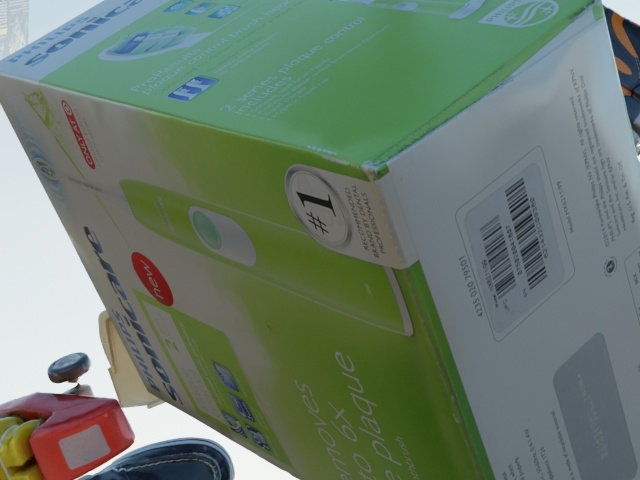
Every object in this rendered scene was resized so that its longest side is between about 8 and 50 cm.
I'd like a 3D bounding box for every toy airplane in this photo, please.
[{"bbox_3d":[-0.473,0.294,1.538,0.386,0.384,0.272,28,21,-1],"label":"toy airplane"}]

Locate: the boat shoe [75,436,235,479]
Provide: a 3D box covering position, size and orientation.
[{"bbox_3d":[-0.192,0.249,1.023,0.301,0.108,0.102,-20,-10,-31],"label":"boat shoe"}]

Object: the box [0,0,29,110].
[{"bbox_3d":[-0.492,-0.333,1.672,0.097,0.318,0.395,2,14,0],"label":"box"}]

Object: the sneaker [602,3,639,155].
[{"bbox_3d":[0.189,-0.104,1.102,0.180,0.321,0.124,42,-27,15],"label":"sneaker"}]

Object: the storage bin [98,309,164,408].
[{"bbox_3d":[-0.088,0.091,1.405,0.260,0.123,0.262,-22,-5,16],"label":"storage bin"}]

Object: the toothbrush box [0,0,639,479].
[{"bbox_3d":[0.000,0.000,0.532,0.283,0.122,0.206,21,-41,49],"label":"toothbrush box"}]
